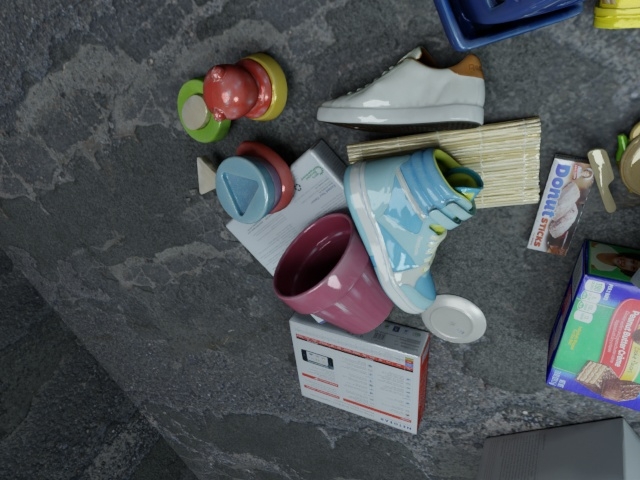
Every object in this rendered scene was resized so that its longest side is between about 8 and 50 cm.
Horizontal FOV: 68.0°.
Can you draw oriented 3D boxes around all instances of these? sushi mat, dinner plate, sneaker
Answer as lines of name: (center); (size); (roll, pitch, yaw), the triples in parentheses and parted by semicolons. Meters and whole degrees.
sushi mat: (0.205, -0.114, 0.814); (0.316, 0.019, 0.151); (-5, 123, 19)
dinner plate: (0.287, 0.176, 1.035); (0.141, 0.017, 0.141); (16, 132, 18)
sneaker: (0.188, -0.010, 0.803); (0.208, 0.127, 0.319); (-15, 121, 26)
sneaker: (0.125, -0.241, 0.772); (0.290, 0.106, 0.123); (7, 96, 34)

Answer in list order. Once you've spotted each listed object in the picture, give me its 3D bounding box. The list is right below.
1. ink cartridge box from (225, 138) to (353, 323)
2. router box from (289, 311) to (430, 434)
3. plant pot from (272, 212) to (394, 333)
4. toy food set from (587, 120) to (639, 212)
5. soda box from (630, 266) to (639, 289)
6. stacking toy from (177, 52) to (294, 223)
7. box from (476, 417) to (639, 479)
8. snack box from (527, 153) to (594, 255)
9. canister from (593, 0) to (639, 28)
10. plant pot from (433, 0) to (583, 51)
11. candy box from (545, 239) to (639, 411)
ink cartridge box: (0.000, 0.000, 1.028); (0.330, 0.071, 0.324); (47, 131, -11)
router box: (0.098, 0.322, 1.211); (0.335, 0.082, 0.301); (12, 129, 22)
plant pot: (0.039, 0.078, 0.904); (0.201, 0.201, 0.180); (-21, 127, 39)
toy food set: (0.494, -0.121, 0.676); (0.192, 0.038, 0.132); (-18, 119, 27)
soda box: (0.535, -0.030, 0.595); (0.098, 0.091, 0.286); (26, 108, 0)
stacking toy: (-0.198, -0.184, 0.911); (0.279, 0.130, 0.309); (7, 114, 34)
box: (0.562, 0.558, 1.064); (0.215, 0.168, 0.345); (48, 134, -10)
snack box: (0.397, -0.055, 0.786); (0.064, 0.022, 0.178); (15, 130, 20)
canister: (0.392, -0.339, 0.536); (0.126, 0.073, 0.170); (9, 126, 26)
plant pot: (0.226, -0.342, 0.479); (0.236, 0.236, 0.212); (67, 161, -4)
candy box: (0.574, 0.165, 0.785); (0.317, 0.122, 0.268); (12, 128, 21)
